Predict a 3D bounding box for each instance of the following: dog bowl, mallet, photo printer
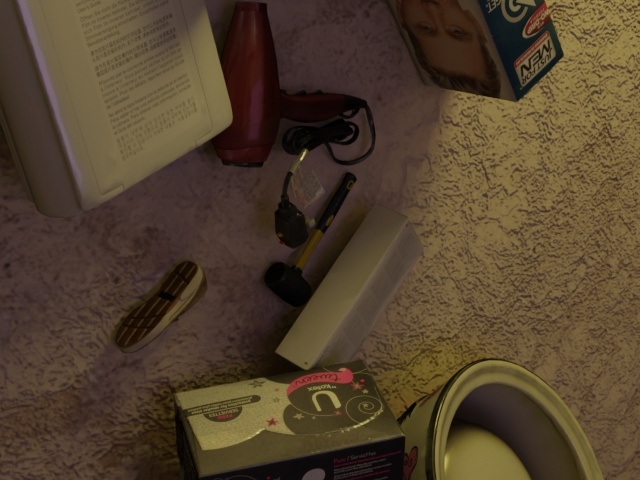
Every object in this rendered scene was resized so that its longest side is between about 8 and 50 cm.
[{"bbox_3d":[0.238,0.381,1.603,0.408,0.150,0.408,26,51,-37],"label":"dog bowl"},{"bbox_3d":[0.000,0.000,1.474,0.190,0.039,0.062,-54,131,-19],"label":"mallet"},{"bbox_3d":[-0.225,-0.212,1.148,0.256,0.107,0.308,-39,126,-41],"label":"photo printer"}]

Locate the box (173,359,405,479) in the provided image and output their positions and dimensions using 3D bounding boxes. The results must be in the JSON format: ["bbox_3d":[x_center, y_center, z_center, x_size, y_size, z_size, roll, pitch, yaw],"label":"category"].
[{"bbox_3d":[-0.040,0.257,1.370,0.247,0.163,0.142,-7,122,-15],"label":"box"}]

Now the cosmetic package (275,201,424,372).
[{"bbox_3d":[0.040,0.075,1.495,0.239,0.060,0.099,-56,153,-13],"label":"cosmetic package"}]

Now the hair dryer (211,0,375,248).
[{"bbox_3d":[-0.048,-0.159,1.377,0.224,0.080,0.294,-56,138,-33],"label":"hair dryer"}]

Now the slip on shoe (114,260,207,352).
[{"bbox_3d":[-0.183,0.084,1.337,0.135,0.051,0.041,-52,141,-23],"label":"slip on shoe"}]

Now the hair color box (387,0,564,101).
[{"bbox_3d":[0.157,-0.345,1.405,0.105,0.174,0.347,-44,126,-20],"label":"hair color box"}]
